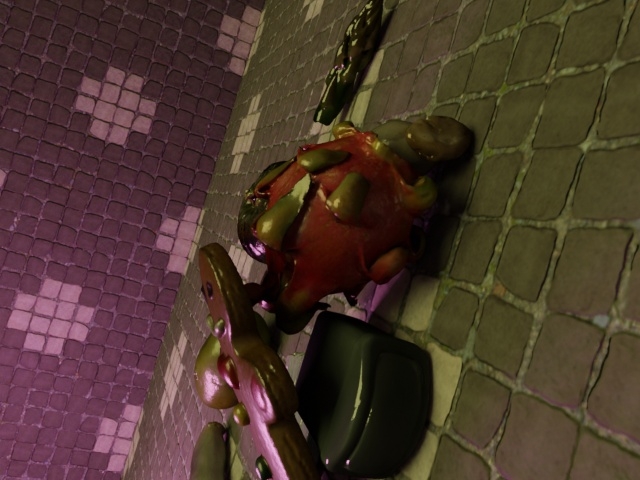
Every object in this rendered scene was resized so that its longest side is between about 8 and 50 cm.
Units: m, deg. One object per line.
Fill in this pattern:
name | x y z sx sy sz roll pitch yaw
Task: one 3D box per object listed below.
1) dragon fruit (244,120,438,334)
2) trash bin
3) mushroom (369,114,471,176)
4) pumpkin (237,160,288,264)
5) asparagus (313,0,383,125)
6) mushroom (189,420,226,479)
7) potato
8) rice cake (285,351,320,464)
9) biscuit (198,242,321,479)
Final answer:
dragon fruit | 0.013 -0.008 0.757 0.227 0.243 0.307 48 146 19
trash bin | 0.046 0.199 0.729 0.236 0.101 0.177 -164 89 -71
mushroom | 0.123 -0.134 0.787 0.088 0.097 0.212 -62 20 -8
pumpkin | -0.092 -0.059 1.171 0.238 0.159 0.238 -56 22 37
asparagus | 0.064 -0.378 1.147 0.080 0.080 0.287 -108 37 -56
mushroom | -0.250 0.549 1.196 0.109 0.097 0.351 -63 21 22
potato | -0.200 0.262 1.212 0.253 0.148 0.186 -65 25 18
rice cake | -0.035 0.291 0.934 0.189 0.037 0.198 -21 56 64
biscuit | -0.096 0.214 0.748 0.283 0.064 0.432 -9 101 68
